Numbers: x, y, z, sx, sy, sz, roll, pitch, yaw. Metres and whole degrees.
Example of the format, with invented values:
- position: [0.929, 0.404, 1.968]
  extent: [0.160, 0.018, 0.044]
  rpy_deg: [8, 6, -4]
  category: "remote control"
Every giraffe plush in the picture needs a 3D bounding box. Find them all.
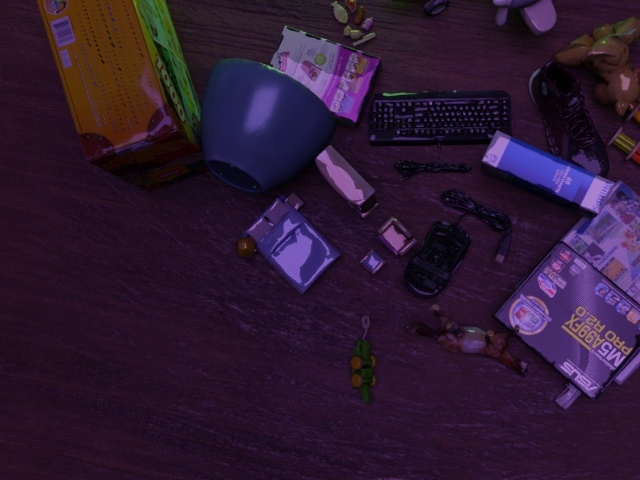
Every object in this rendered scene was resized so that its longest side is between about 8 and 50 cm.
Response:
- position: [0.628, -0.360, 1.784]
  extent: [0.181, 0.210, 0.170]
  rpy_deg: [-29, 106, -2]
  category: "giraffe plush"

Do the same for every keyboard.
- position: [0.265, -0.237, 1.876]
  extent: [0.317, 0.033, 0.201]
  rpy_deg: [-1, 84, 7]
  category: "keyboard"

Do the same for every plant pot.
- position: [-0.139, -0.215, 1.769]
  extent: [0.290, 0.290, 0.195]
  rpy_deg: [23, 74, 8]
  category: "plant pot"

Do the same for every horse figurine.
- position: [0.316, 0.206, 1.775]
  extent: [0.263, 0.174, 0.066]
  rpy_deg: [11, 66, 16]
  category: "horse figurine"

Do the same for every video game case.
- position: [0.638, 0.088, 1.798]
  extent: [0.300, 0.036, 0.329]
  rpy_deg: [44, 91, 9]
  category: "video game case"

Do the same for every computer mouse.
- position: [0.304, 0.030, 1.833]
  extent: [0.184, 0.060, 0.262]
  rpy_deg: [23, 76, 12]
  category: "computer mouse"

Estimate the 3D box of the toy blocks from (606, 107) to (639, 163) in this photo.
- position: [0.713, -0.210, 1.809]
  extent: [0.148, 0.054, 0.123]
  rpy_deg: [37, 89, 8]
  category: "toy blocks"

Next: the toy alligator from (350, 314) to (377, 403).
- position: [0.087, 0.259, 1.838]
  extent: [0.051, 0.056, 0.189]
  rpy_deg: [-8, 82, 46]
  category: "toy alligator"

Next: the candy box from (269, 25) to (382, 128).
- position: [0.003, -0.368, 1.897]
  extent: [0.233, 0.071, 0.159]
  rpy_deg: [21, 87, 7]
  category: "candy box"

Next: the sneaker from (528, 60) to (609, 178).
- position: [0.530, -0.256, 1.779]
  extent: [0.106, 0.162, 0.281]
  rpy_deg: [-28, 82, 3]
  category: "sneaker"

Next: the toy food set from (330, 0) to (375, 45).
- position: [0.080, -0.505, 1.930]
  extent: [0.078, 0.019, 0.122]
  rpy_deg: [-23, 75, 3]
  category: "toy food set"

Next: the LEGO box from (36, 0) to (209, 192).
- position: [-0.417, -0.389, 1.797]
  extent: [0.193, 0.372, 0.500]
  rpy_deg: [-19, 83, 4]
  category: "LEGO box"

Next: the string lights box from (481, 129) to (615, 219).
- position: [0.470, -0.134, 1.759]
  extent: [0.260, 0.133, 0.077]
  rpy_deg: [26, 92, 11]
  category: "string lights box"

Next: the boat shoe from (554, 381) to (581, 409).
- position: [0.538, 0.312, 1.788]
  extent: [0.035, 0.035, 0.100]
  rpy_deg: [40, 96, 6]
  category: "boat shoe"

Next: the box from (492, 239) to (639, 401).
- position: [0.532, 0.166, 1.754]
  extent: [0.270, 0.060, 0.216]
  rpy_deg: [42, 90, 9]
  category: "box"

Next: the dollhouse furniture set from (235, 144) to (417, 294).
- position: [0.000, 0.000, 1.798]
  extent: [0.303, 0.198, 0.286]
  rpy_deg: [-44, 81, 1]
  category: "dollhouse furniture set"

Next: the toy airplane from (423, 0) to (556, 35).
- position: [0.361, -0.658, 1.784]
  extent: [0.386, 0.272, 0.384]
  rpy_deg: [19, 86, 8]
  category: "toy airplane"
